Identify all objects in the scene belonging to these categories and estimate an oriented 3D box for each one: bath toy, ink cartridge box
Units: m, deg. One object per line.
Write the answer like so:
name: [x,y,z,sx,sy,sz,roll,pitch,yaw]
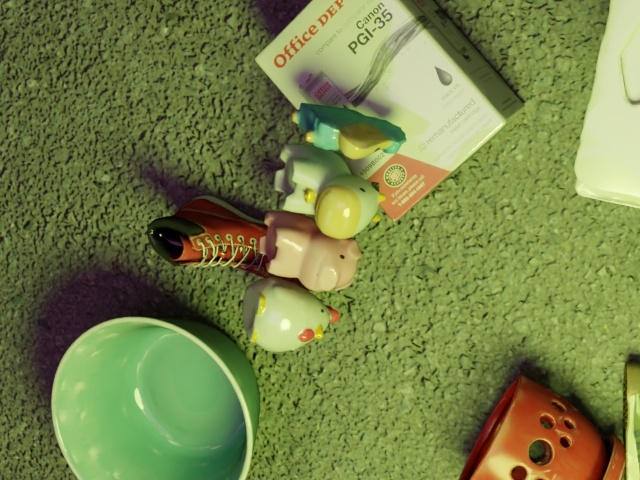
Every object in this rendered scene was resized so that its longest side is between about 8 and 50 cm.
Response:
bath toy: [0.000,0.000,1.659,0.129,0.151,0.348,5,124,-21]
ink cartridge box: [0.086,-0.200,1.677,0.207,0.117,0.283,-42,87,26]
ink cartridge box: [0.407,-0.204,1.401,0.166,0.395,0.285,14,109,18]

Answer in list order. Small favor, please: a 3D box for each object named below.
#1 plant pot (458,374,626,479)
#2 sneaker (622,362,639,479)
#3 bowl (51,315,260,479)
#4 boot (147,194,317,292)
plant pot: [0.288,0.295,1.697,0.174,0.191,0.191,27,112,3]
sneaker: [0.437,0.250,1.697,0.086,0.064,0.192,-2,100,8]
bowl: [-0.211,0.235,1.880,0.312,0.163,0.311,6,106,19]
boot: [-0.107,0.021,1.778,0.244,0.176,0.088,22,109,13]
